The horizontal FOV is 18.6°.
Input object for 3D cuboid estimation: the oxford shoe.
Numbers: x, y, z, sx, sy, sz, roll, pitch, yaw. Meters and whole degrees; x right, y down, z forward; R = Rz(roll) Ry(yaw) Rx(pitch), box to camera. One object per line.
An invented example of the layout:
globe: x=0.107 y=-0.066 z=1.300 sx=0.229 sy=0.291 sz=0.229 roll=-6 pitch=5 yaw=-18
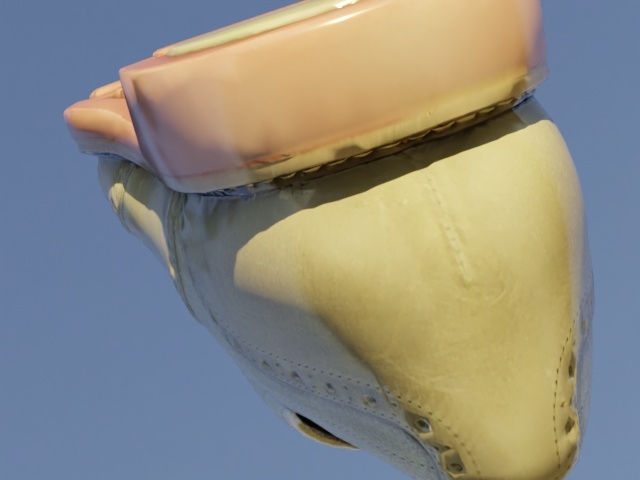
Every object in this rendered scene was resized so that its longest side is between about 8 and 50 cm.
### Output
oxford shoe: x=0.000 y=0.000 z=0.649 sx=0.140 sy=0.397 sz=0.146 roll=-19 pitch=-85 yaw=-1
